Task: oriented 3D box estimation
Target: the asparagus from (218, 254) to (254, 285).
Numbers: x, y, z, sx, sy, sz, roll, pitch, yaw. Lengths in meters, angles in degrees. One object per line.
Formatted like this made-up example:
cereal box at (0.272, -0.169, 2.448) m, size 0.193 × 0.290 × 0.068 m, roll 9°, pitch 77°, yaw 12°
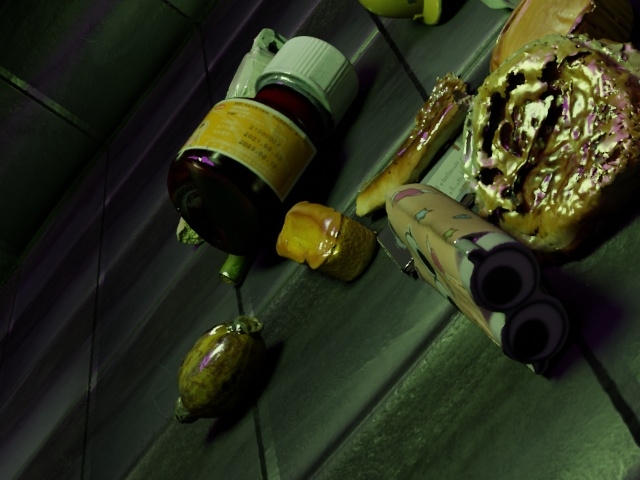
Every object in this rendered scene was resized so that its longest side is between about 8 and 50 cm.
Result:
asparagus at (-0.133, 0.006, 2.302) m, size 0.045 × 0.041 × 0.178 m, roll 4°, pitch 55°, yaw 39°

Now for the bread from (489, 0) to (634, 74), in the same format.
bread at (0.318, -0.260, 1.620) m, size 0.199 × 0.104 × 0.199 m, roll -43°, pitch 29°, yaw 31°

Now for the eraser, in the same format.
eraser at (0.173, 0.030, 1.428) m, size 0.087 × 0.171 × 0.290 m, roll -35°, pitch 21°, yaw -4°

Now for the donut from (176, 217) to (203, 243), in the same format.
donut at (-0.232, -0.067, 2.590) m, size 0.166 × 0.065 × 0.108 m, roll -46°, pitch 23°, yaw 27°

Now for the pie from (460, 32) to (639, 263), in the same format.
pie at (0.275, -0.119, 1.453) m, size 0.308 × 0.085 × 0.308 m, roll -16°, pitch 69°, yaw 46°

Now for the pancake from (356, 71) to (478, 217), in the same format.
pancake at (0.152, -0.172, 1.913) m, size 0.266 × 0.057 × 0.244 m, roll -37°, pitch 26°, yaw 43°

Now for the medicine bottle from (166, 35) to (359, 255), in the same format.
medicine bottle at (-0.086, -0.178, 2.226) m, size 0.242 × 0.242 × 0.395 m, roll -27°, pitch 22°, yaw 52°

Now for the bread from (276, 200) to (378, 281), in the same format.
bread at (0.000, 0.000, 1.947) m, size 0.102 × 0.094 × 0.245 m, roll -62°, pitch 21°, yaw -2°

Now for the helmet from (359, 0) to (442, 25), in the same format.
helmet at (0.114, -0.474, 2.198) m, size 0.140 × 0.205 × 0.257 m, roll -12°, pitch 32°, yaw -6°

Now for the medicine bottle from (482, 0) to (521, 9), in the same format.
medicine bottle at (0.292, -0.455, 1.956) m, size 0.161 × 0.111 × 0.296 m, roll -48°, pitch 23°, yaw 20°

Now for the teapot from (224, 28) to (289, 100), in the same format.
teapot at (-0.088, -0.292, 2.468) m, size 0.163 × 0.178 × 0.221 m, roll -59°, pitch 14°, yaw 28°

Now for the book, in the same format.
book at (0.174, -0.063, 1.756) m, size 0.231 × 0.026 × 0.157 m, roll -52°, pitch 18°, yaw 8°

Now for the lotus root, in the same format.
lotus root at (-0.158, 0.210, 1.951) m, size 0.209 × 0.120 × 0.120 m, roll -53°, pitch 21°, yaw 11°
